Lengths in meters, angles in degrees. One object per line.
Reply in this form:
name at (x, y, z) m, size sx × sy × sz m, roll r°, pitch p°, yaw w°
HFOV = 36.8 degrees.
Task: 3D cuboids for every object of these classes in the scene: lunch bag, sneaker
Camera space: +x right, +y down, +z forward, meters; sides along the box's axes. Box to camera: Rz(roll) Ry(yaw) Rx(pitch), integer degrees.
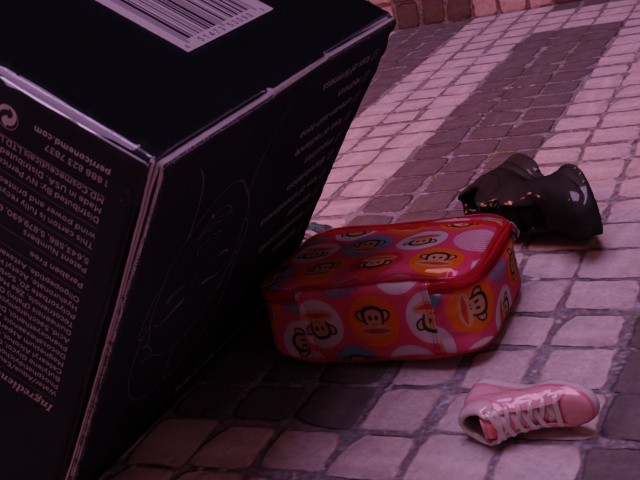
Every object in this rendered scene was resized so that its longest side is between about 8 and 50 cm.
lunch bag at (0.098, 0.049, 1.200) m, size 0.293 × 0.120 × 0.258 m, roll -5°, pitch 19°, yaw 26°
sneaker at (0.287, -0.042, 1.336) m, size 0.130 × 0.109 × 0.286 m, roll -26°, pitch 13°, yaw -9°
sneaker at (0.000, 0.000, 1.455) m, size 0.076 × 0.065 × 0.166 m, roll -20°, pitch 23°, yaw -24°
sneaker at (0.193, 0.168, 0.916) m, size 0.134 × 0.051 × 0.070 m, roll -2°, pitch 26°, yaw 38°

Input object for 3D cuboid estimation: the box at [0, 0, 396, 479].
box at (-0.206, -0.052, 1.068) m, size 0.297 × 0.471 × 0.480 m, roll 31°, pitch 36°, yaw 12°
